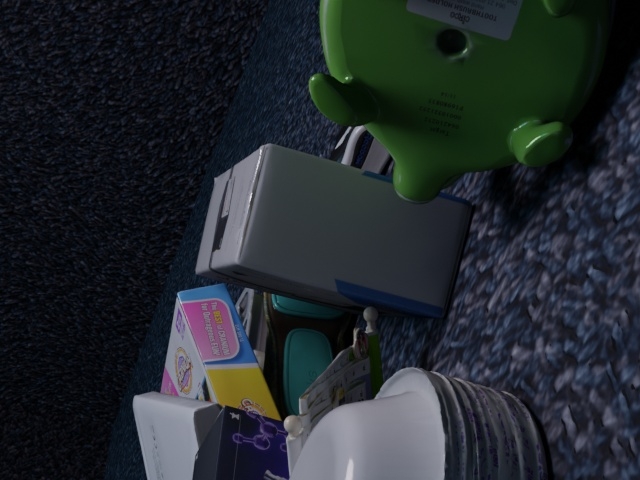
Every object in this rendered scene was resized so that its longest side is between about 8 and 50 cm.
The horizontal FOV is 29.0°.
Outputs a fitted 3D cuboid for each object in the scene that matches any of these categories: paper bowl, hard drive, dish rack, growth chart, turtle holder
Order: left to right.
[{"bbox_3d":[-0.158,0.289,1.488,0.307,0.040,0.203,169,90,-68],"label":"hard drive"},{"bbox_3d":[-0.134,0.263,1.980,0.285,0.072,0.332,120,162,-45],"label":"dish rack"},{"bbox_3d":[0.019,0.189,1.180,0.237,0.021,0.172,-46,-49,-57],"label":"growth chart"},{"bbox_3d":[0.054,0.241,0.979,0.284,0.148,0.284,-163,90,-77],"label":"paper bowl"},{"bbox_3d":[0.138,-0.178,1.063,0.227,0.243,0.320,-65,-39,-50],"label":"turtle holder"}]

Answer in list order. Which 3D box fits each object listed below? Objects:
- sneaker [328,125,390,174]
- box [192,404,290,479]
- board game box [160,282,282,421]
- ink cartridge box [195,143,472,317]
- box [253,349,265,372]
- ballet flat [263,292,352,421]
[{"bbox_3d":[0.037,-0.088,1.688,0.217,0.079,0.121,-59,14,24],"label":"sneaker"},{"bbox_3d":[-0.038,0.310,1.204,0.261,0.184,0.103,-87,17,-46],"label":"box"},{"bbox_3d":[-0.107,0.248,1.487,0.242,0.064,0.316,107,145,-50],"label":"board game box"},{"bbox_3d":[0.000,0.000,1.356,0.307,0.223,0.129,167,117,-76],"label":"ink cartridge box"},{"bbox_3d":[-0.091,0.292,1.684,0.113,0.094,0.275,-98,28,-60],"label":"box"},{"bbox_3d":[-0.022,0.127,1.560,0.123,0.123,0.348,119,161,-45],"label":"ballet flat"}]
